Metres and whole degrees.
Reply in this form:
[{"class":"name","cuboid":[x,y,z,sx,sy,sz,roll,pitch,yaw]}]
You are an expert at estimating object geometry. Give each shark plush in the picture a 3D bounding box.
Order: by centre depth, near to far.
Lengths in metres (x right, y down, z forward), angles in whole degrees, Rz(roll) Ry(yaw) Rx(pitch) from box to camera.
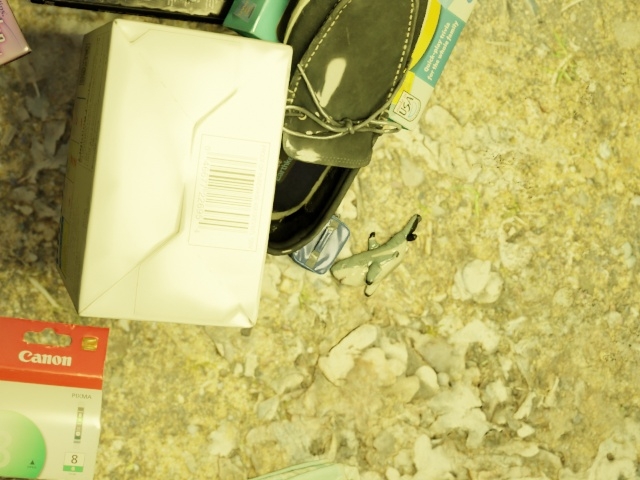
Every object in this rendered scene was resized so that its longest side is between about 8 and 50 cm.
[{"class":"shark plush","cuboid":[0.094,0.013,1.817,0.161,0.073,0.067,-45,75,-1]}]

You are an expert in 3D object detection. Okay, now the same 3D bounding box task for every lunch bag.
[{"class":"lunch bag","cuboid":[0.000,0.000,1.782,0.067,0.065,0.098,31,89,-16]}]

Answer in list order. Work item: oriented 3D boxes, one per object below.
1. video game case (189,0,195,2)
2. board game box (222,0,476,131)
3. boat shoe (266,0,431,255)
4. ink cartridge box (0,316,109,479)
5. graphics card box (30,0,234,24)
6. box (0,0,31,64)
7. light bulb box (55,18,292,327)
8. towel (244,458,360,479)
[{"class":"video game case","cuboid":[-0.208,-0.445,1.599,0.190,0.022,0.173,31,88,-17]},{"class":"board game box","cuboid":[0.057,-0.339,1.683,0.336,0.079,0.254,25,90,-40]},{"class":"boat shoe","cuboid":[0.014,-0.172,1.584,0.186,0.156,0.500,9,133,-26]},{"class":"ink cartridge box","cuboid":[-0.405,0.231,1.714,0.180,0.056,0.225,8,97,-16]},{"class":"graphics card box","cuboid":[-0.212,-0.427,1.659,0.370,0.094,0.233,3,97,-16]},{"class":"box","cuboid":[-0.542,-0.299,1.576,0.243,0.117,0.214,-27,103,-9]},{"class":"light bulb box","cuboid":[-0.208,-0.093,1.563,0.225,0.361,0.358,7,95,-17]},{"class":"towel","cuboid":[-0.094,0.520,1.781,0.374,0.090,0.321,-12,99,-24]}]
